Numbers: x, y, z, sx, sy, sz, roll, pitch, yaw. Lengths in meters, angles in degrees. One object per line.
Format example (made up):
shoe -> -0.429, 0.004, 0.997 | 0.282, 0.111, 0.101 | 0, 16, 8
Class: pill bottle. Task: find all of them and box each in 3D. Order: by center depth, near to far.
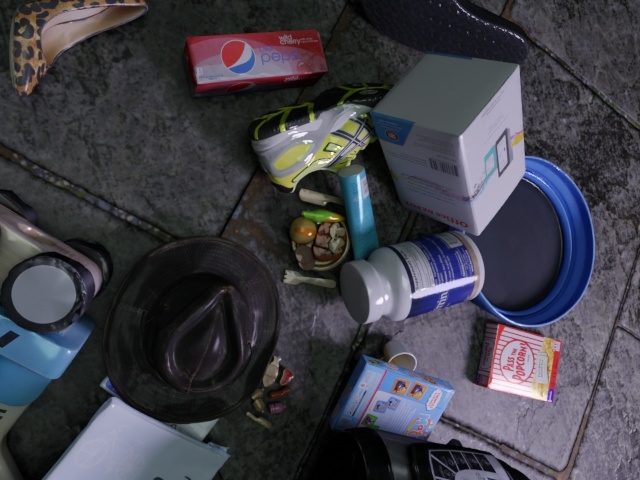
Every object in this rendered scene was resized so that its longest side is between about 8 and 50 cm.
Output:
pill bottle -> 0.183, 0.076, 1.032 | 0.264, 0.153, 0.153 | -12, 90, -21

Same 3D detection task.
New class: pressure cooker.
pressure cooker -> 0.199, 0.538, 0.876 | 0.420, 0.375, 0.370 | 18, 77, -12

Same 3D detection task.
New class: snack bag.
snack bag -> -0.334, 0.424, 0.784 | 0.343, 0.037, 0.323 | -53, 137, -14

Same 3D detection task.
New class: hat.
hat -> -0.198, 0.149, 0.845 | 0.331, 0.134, 0.332 | 2, 84, -21

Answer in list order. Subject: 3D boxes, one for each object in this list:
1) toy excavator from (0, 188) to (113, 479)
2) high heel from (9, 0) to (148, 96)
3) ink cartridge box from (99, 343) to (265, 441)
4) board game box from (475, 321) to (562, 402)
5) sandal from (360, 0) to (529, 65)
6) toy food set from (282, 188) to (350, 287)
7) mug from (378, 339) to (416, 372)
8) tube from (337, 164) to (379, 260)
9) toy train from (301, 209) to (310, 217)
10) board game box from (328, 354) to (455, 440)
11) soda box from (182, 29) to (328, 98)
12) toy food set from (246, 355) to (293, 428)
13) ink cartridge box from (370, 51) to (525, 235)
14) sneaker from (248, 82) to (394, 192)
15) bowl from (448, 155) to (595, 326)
toy excavator -> -0.480, 0.200, 0.765 | 0.433, 0.222, 0.445 | 36, 88, -16
high heel -> -0.409, -0.347, 0.867 | 0.186, 0.093, 0.261 | 10, 73, -14
ink cartridge box -> -0.241, 0.233, 0.914 | 0.206, 0.045, 0.208 | 43, 73, -13
board game box -> 0.462, 0.283, 1.179 | 0.193, 0.045, 0.147 | 16, 80, -19
sandal -> 0.267, -0.500, 1.128 | 0.445, 0.167, 0.107 | 19, 54, -26
toy food set -> 0.000, 0.000, 1.014 | 0.132, 0.038, 0.192 | 10, 90, -17
mug -> 0.152, 0.240, 1.052 | 0.078, 0.064, 0.062 | -7, 116, -7
tube -> 0.080, -0.048, 1.023 | 0.080, 0.052, 0.207 | -31, 123, -28
toy train -> -0.002, -0.036, 1.043 | 0.083, 0.017, 0.024 | 31, 86, -16
board game box -> 0.145, 0.333, 1.027 | 0.211, 0.039, 0.160 | 22, 102, -17
soda box -> -0.125, -0.343, 0.985 | 0.263, 0.083, 0.092 | -13, 90, -21
toy food set -> -0.093, 0.293, 0.982 | 0.078, 0.019, 0.122 | 37, 66, -15
ink cartridge box -> 0.260, -0.187, 0.997 | 0.197, 0.198, 0.270 | -49, 140, -18
sneaker -> 0.038, -0.220, 1.029 | 0.384, 0.145, 0.147 | -23, 121, -22
bowl -> 0.469, 0.002, 1.183 | 0.391, 0.077, 0.391 | 1, 86, -22
